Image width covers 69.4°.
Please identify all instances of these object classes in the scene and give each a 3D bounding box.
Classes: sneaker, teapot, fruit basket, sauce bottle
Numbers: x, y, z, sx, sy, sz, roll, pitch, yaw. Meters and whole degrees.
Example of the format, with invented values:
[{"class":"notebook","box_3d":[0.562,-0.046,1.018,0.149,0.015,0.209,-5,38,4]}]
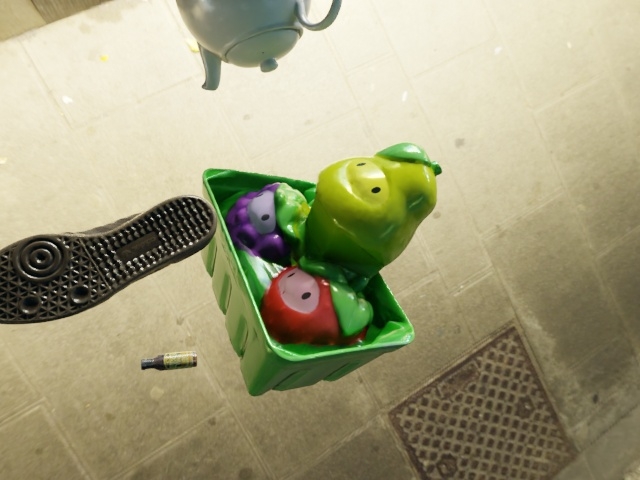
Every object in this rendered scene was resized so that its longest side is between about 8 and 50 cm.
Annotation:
[{"class":"sneaker","box_3d":[-0.176,0.018,0.383,0.188,0.071,0.066,-21,88,-20]},{"class":"teapot","box_3d":[-0.112,-0.387,0.796,0.252,0.256,0.187,-21,97,-9]},{"class":"fruit basket","box_3d":[0.000,0.000,0.697,0.282,0.391,0.393,2,88,-36]},{"class":"sauce bottle","box_3d":[-0.362,0.291,1.106,0.128,0.042,0.042,-3,89,-23]}]
